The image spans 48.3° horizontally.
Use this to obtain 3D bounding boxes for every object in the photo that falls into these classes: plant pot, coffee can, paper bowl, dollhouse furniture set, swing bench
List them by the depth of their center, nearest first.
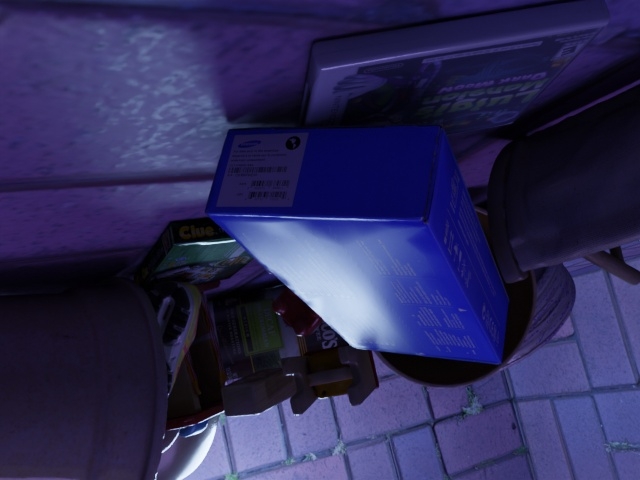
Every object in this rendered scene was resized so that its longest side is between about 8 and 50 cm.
[{"bbox_3d":[0.324,-0.067,0.662,0.255,0.165,0.253,4,161,-41],"label":"swing bench"},{"bbox_3d":[-0.389,0.188,0.814,0.305,0.333,0.334,11,156,-38],"label":"plant pot"},{"bbox_3d":[0.142,0.068,1.024,0.237,0.237,0.254,-11,-178,-9],"label":"plant pot"},{"bbox_3d":[-0.104,0.146,1.034,0.374,0.201,0.152,-14,177,24],"label":"dollhouse furniture set"},{"bbox_3d":[0.270,0.088,1.216,0.284,0.148,0.284,-35,-164,11],"label":"paper bowl"},{"bbox_3d":[-0.060,0.182,1.345,0.275,0.201,0.201,-12,169,-6],"label":"coffee can"}]

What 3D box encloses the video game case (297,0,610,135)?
[{"bbox_3d":[0.080,-0.108,0.516,0.190,0.022,0.173,-12,169,-8],"label":"video game case"}]

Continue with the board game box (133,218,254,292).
[{"bbox_3d":[-0.143,0.019,0.882,0.136,0.030,0.260,-5,167,-25],"label":"board game box"}]

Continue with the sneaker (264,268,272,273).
[{"bbox_3d":[0.000,0.000,0.802,0.083,0.071,0.191,-20,176,31],"label":"sneaker"}]

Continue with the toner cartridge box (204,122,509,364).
[{"bbox_3d":[0.058,0.022,0.625,0.165,0.075,0.348,4,158,23],"label":"toner cartridge box"}]

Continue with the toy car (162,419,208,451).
[{"bbox_3d":[-0.350,0.255,1.212,0.238,0.210,0.219,-8,175,39],"label":"toy car"}]

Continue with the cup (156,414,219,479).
[{"bbox_3d":[-0.337,0.306,1.483,0.331,0.331,0.237,-4,141,-41],"label":"cup"}]

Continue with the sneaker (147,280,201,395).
[{"bbox_3d":[-0.207,0.145,0.945,0.081,0.208,0.094,29,-168,6],"label":"sneaker"}]
